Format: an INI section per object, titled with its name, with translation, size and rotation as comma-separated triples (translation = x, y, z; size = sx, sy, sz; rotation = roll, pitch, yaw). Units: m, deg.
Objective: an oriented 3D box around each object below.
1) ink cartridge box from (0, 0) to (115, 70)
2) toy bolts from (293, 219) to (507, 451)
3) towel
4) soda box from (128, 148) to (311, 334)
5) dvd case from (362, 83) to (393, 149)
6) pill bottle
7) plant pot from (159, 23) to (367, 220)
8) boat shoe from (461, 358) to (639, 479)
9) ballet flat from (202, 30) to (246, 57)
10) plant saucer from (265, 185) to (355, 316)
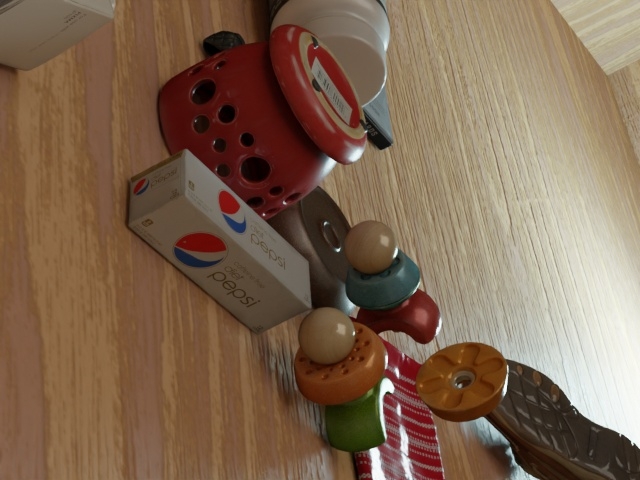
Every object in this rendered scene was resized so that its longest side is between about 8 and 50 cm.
[ink cartridge box]
translation = -0.322, -0.276, 1.160
size = 0.283, 0.117, 0.207
rotation = 12, 54, -62
[toy bolts]
translation = 0.084, 0.084, 1.498
size = 0.228, 0.218, 0.158
rotation = -82, 157, -49
[towel]
translation = 0.092, 0.234, 1.622
size = 0.199, 0.031, 0.275
rotation = 38, 33, -45
[soda box]
translation = -0.099, 0.004, 1.398
size = 0.216, 0.074, 0.069
rotation = 43, 30, -40
[dvd case]
translation = 0.043, -0.271, 2.080
size = 0.179, 0.029, 0.238
rotation = 44, 29, -39
[pill bottle]
translation = 0.009, -0.313, 1.876
size = 0.161, 0.161, 0.283
rotation = 44, 29, -38
[plant pot]
translation = -0.055, -0.133, 1.523
size = 0.191, 0.174, 0.191
rotation = 50, 23, -31
[boat shoe]
translation = 0.319, 0.288, 1.957
size = 0.324, 0.116, 0.123
rotation = 38, 44, -11
[ballet flat]
translation = -0.094, -0.172, 1.662
size = 0.049, 0.057, 0.173
rotation = -17, 77, -27
[plant saucer]
translation = 0.000, 0.000, 1.673
size = 0.198, 0.036, 0.198
rotation = 49, 25, -33
